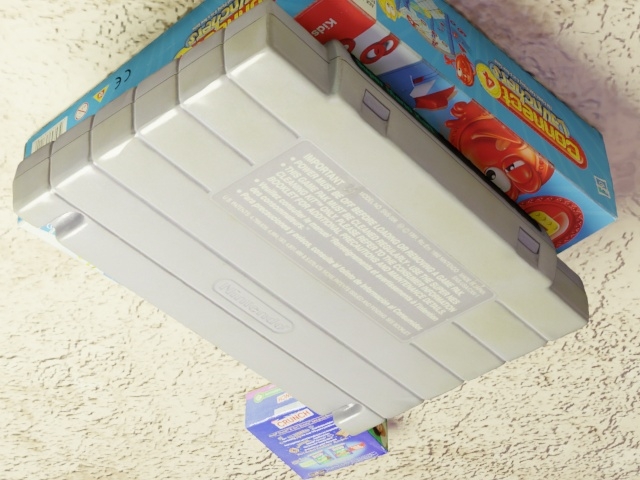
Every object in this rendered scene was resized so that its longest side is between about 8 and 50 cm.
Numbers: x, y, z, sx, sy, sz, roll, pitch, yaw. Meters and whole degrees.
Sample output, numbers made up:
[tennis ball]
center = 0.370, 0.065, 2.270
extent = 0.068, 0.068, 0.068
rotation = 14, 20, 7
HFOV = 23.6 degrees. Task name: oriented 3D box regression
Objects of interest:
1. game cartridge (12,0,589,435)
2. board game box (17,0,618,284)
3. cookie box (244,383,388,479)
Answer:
[game cartridge]
center = 0.000, 0.000, 1.039
extent = 0.230, 0.068, 0.355
rotation = -32, 132, 24
[board game box]
center = -0.002, -0.044, 1.097
extent = 0.308, 0.086, 0.302
rotation = -33, 131, 30
[cookie box]
center = -0.003, 0.163, 1.375
extent = 0.091, 0.040, 0.107
rotation = -21, 137, 20
